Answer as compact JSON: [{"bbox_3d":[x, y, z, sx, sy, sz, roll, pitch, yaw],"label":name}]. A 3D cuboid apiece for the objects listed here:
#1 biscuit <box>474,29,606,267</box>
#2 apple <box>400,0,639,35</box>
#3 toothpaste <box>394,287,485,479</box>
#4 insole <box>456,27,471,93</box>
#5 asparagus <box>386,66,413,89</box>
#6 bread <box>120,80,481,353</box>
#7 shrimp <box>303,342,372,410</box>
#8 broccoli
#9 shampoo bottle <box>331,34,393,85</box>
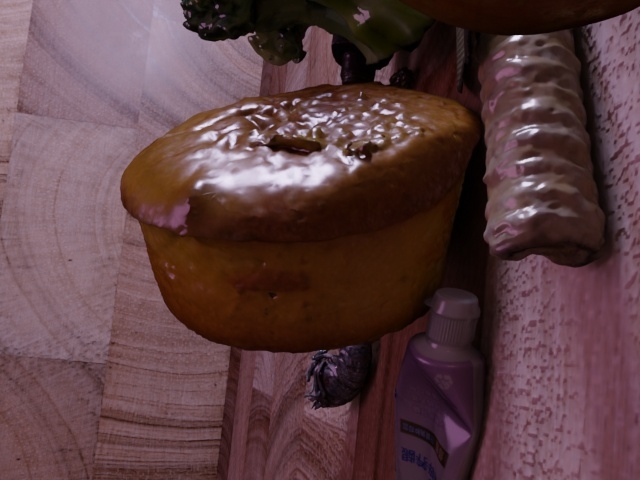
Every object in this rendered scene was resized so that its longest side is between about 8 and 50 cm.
[{"bbox_3d":[0.110,-0.083,0.480,0.055,0.061,0.219,100,172,-58],"label":"biscuit"},{"bbox_3d":[0.080,-0.177,0.352,0.196,0.196,0.195,-173,90,-81],"label":"apple"},{"bbox_3d":[0.066,0.174,0.611,0.075,0.048,0.301,-118,33,-67],"label":"toothpaste"},{"bbox_3d":[0.090,-0.141,0.582,0.253,0.005,0.086,-41,-51,-81],"label":"insole"},{"bbox_3d":[0.057,-0.121,0.940,0.025,0.024,0.248,51,159,8],"label":"asparagus"},{"bbox_3d":[-0.015,-0.028,0.644,0.268,0.269,0.145,-105,9,-66],"label":"bread"},{"bbox_3d":[0.014,0.136,0.910,0.165,0.057,0.065,128,134,-53],"label":"shrimp"},{"bbox_3d":[0.023,-0.261,0.774,0.288,0.248,0.245,-36,87,45],"label":"broccoli"},{"bbox_3d":[0.049,-0.228,0.898,0.068,0.067,0.236,61,-143,-75],"label":"shampoo bottle"}]
